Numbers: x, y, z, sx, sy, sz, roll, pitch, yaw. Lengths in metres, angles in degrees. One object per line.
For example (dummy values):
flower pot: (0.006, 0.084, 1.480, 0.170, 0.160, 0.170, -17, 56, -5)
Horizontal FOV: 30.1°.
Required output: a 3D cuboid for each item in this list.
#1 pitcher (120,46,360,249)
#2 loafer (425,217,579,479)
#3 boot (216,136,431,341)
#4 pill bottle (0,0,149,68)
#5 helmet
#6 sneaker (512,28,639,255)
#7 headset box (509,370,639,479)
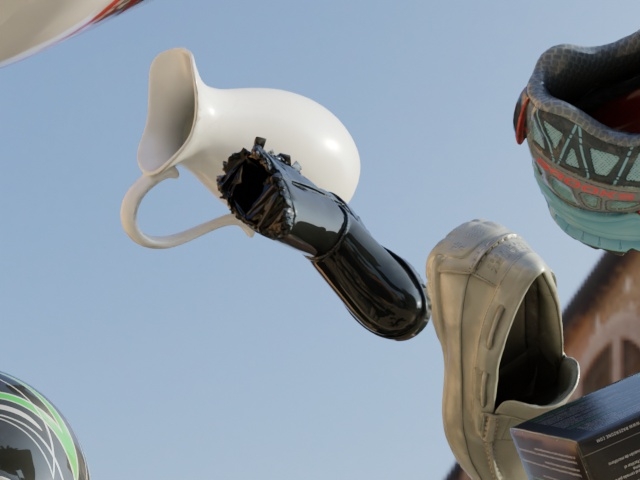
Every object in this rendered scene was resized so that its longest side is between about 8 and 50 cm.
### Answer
pitcher: (-0.075, -0.061, 1.092, 0.207, 0.177, 0.125, 18, 7, -39)
loafer: (0.170, 0.128, 1.048, 0.111, 0.112, 0.319, 29, -33, 45)
boot: (0.001, 0.000, 0.653, 0.045, 0.121, 0.099, -44, -33, 11)
pill bottle: (-0.110, -0.186, 0.449, 0.210, 0.363, 0.210, 1, -73, 4)
helmet: (-0.221, 0.158, 0.728, 0.162, 0.169, 0.169, 19, -34, -26)
sneaker: (0.215, -0.074, 0.539, 0.262, 0.104, 0.125, -19, -43, 20)
headset box: (0.296, 0.207, 0.751, 0.246, 0.283, 0.131, -22, -2, -10)
